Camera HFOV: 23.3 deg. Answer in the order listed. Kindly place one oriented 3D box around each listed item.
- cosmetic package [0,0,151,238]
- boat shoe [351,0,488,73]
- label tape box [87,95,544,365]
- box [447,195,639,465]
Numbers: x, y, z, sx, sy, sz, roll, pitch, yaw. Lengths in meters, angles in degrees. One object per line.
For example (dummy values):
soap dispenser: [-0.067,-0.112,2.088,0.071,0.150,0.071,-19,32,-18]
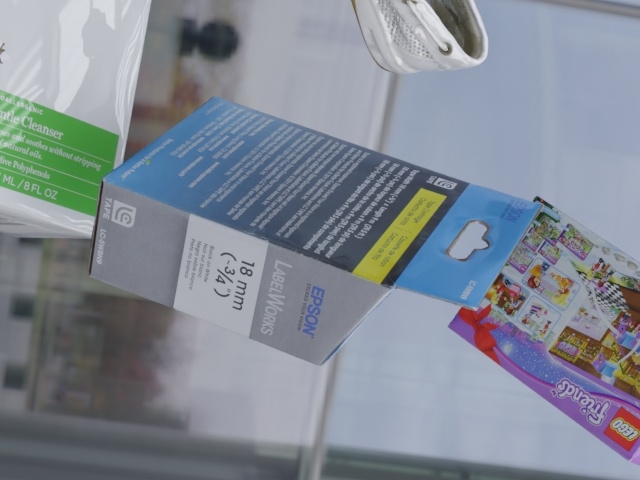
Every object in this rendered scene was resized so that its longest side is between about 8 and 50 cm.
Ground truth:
cosmetic package: [-0.286,-0.199,1.487,0.155,0.197,0.366,1,-101,42]
boat shoe: [0.057,-0.237,1.113,0.098,0.096,0.277,-56,136,-30]
label tape box: [0.000,0.000,1.367,0.240,0.333,0.106,-47,153,-59]
box: [0.323,0.105,1.876,0.201,0.293,0.057,-56,149,5]
